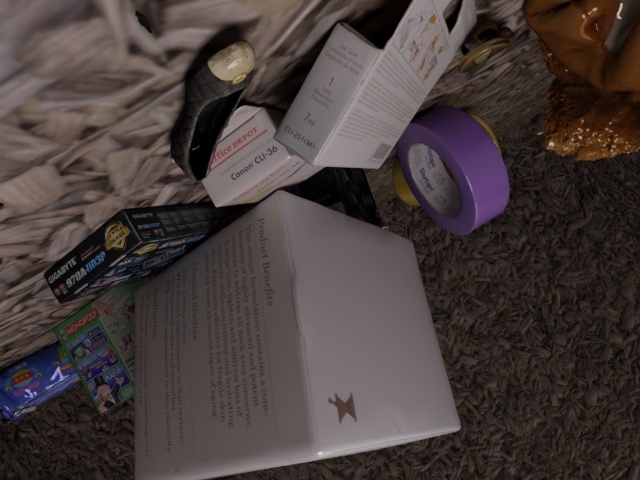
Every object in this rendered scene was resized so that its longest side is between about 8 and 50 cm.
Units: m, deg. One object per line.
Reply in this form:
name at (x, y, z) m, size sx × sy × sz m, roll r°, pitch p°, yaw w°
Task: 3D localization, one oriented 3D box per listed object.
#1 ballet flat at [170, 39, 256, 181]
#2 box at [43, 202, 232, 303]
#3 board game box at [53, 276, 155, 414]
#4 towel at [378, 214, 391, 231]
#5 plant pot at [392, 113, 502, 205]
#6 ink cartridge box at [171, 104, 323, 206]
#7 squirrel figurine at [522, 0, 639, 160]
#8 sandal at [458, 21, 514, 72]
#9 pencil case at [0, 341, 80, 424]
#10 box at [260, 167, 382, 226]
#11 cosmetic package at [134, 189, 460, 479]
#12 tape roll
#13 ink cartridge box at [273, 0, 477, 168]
ballet flat at (-0.091, -0.109, 0.398) m, size 0.057 × 0.049 × 0.173 m, roll -29°, pitch 176°, yaw -34°
box at (-0.259, 0.012, 0.681) m, size 0.175 × 0.051 × 0.220 m, roll -32°, pitch 176°, yaw 22°
board game box at (-0.391, 0.202, 0.938) m, size 0.317 × 0.213 × 0.046 m, roll -31°, pitch 176°, yaw 20°
towel at (0.000, 0.000, 1.177) m, size 0.317 × 0.053 × 0.332 m, roll -26°, pitch -159°, yaw 1°
plant pot at (0.343, -0.200, 1.281) m, size 0.254 × 0.253 × 0.239 m, roll -27°, pitch -169°, yaw -38°
ink cartridge box at (-0.072, -0.098, 0.555) m, size 0.115 × 0.067 × 0.198 m, roll -31°, pitch 176°, yaw 22°
squirrel figurine at (0.496, -0.246, 0.674) m, size 0.281 × 0.370 × 0.397 m, roll -31°, pitch 176°, yaw 5°
sandal at (0.233, -0.285, 0.649) m, size 0.072 × 0.049 × 0.180 m, roll -26°, pitch -166°, yaw 40°
pencil case at (-0.659, 0.325, 1.139) m, size 0.306 × 0.133 × 0.119 m, roll -29°, pitch 143°, yaw -29°
box at (0.012, -0.062, 0.926) m, size 0.165 × 0.143 × 0.270 m, roll -20°, pitch 180°, yaw 17°
cosmetic package at (-0.058, 0.183, 0.737) m, size 0.394 × 0.329 × 0.327 m, roll -28°, pitch 149°, yaw 35°
tape roll at (0.283, -0.151, 1.002) m, size 0.090 × 0.274 × 0.275 m, roll -30°, pitch 176°, yaw -8°
ink cartridge box at (0.081, -0.197, 0.531) m, size 0.238 × 0.060 × 0.275 m, roll -57°, pitch 167°, yaw 18°
